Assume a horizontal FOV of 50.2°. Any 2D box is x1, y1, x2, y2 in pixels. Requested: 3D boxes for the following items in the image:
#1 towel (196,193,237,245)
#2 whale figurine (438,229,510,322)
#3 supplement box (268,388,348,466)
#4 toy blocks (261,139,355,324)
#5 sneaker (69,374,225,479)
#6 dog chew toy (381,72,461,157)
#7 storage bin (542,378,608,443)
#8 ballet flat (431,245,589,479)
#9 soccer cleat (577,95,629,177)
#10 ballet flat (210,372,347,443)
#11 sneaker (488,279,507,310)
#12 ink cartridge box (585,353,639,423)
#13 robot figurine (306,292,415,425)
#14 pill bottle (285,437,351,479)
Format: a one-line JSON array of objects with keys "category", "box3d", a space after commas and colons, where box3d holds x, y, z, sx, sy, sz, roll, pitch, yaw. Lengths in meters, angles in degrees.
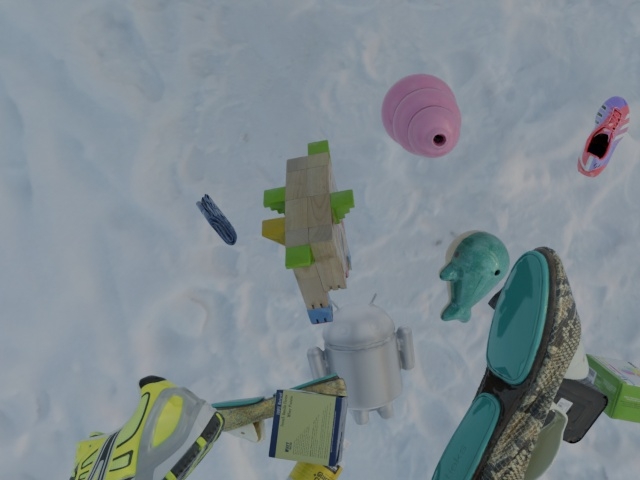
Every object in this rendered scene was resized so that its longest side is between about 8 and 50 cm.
[{"category": "towel", "box3d": [-0.176, -0.035, 1.172, 0.029, 0.119, 0.067, -39, 119, -5]}, {"category": "whale figurine", "box3d": [0.421, 0.110, 1.869, 0.216, 0.141, 0.271, 10, 103, -32]}, {"category": "supplement box", "box3d": [-0.014, 0.231, 0.852, 0.083, 0.056, 0.083, 4, 80, 11]}, {"category": "toy blocks", "box3d": [0.000, 0.000, 1.504, 0.191, 0.381, 0.260, -10, 133, 7]}, {"category": "sneaker", "box3d": [-0.314, 0.368, 1.001, 0.147, 0.145, 0.384, 40, 77, 10]}, {"category": "dog chew toy", "box3d": [0.273, -0.311, 1.777, 0.207, 0.331, 0.206, -2, 117, -4]}, {"category": "storage bin", "box3d": [0.460, 0.310, 1.354, 0.180, 0.084, 0.122, 27, 102, -24]}, {"category": "ballet flat", "box3d": [0.336, 0.254, 1.125, 0.182, 0.164, 0.482, 18, 95, -16]}, {"category": "soccer cleat", "box3d": [0.691, -0.262, 1.648, 0.083, 0.095, 0.248, 26, 70, 18]}, {"category": "ballet flat", "box3d": [-0.108, 0.385, 1.505, 0.349, 0.123, 0.123, -14, 103, 3]}, {"category": "sneaker", "box3d": [0.429, 0.138, 1.502, 0.089, 0.051, 0.170, 51, 142, 21]}, {"category": "ink cartridge box", "box3d": [0.795, 0.374, 1.676, 0.256, 0.189, 0.096, 10, 101, -7]}, {"category": "robot figurine", "box3d": [0.114, 0.321, 1.869, 0.300, 0.200, 0.353, -11, 102, -15]}, {"category": "pill bottle", "box3d": [-0.005, 0.548, 1.640, 0.103, 0.103, 0.184, 33, 72, 6]}]
